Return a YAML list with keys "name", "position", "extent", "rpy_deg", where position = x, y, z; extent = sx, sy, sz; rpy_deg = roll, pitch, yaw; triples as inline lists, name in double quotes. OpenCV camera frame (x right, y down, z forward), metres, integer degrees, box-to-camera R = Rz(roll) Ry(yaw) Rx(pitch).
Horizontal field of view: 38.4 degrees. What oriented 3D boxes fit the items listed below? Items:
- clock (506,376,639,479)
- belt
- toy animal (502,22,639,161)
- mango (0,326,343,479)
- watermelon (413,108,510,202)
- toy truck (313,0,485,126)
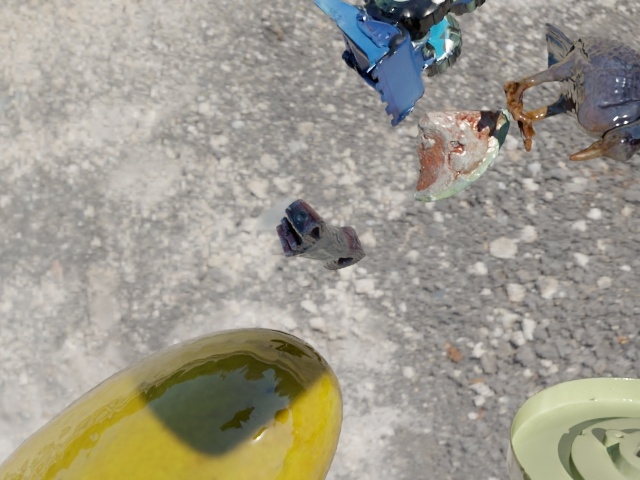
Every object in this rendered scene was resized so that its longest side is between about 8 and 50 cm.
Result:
- name: "clock"
  position: [0.258, 0.170, 0.690]
  extent: [0.235, 0.235, 0.029]
  rpy_deg: [15, 114, 33]
- name: "belt"
  position: [0.000, 0.000, 1.232]
  extent: [0.071, 0.232, 0.053]
  rpy_deg: [-25, 72, 12]
- name: "toy animal"
  position: [0.345, -0.195, 1.212]
  extent: [0.186, 0.298, 0.122]
  rpy_deg: [-13, 122, 21]
- name: "mango"
  position: [-0.155, 0.237, 0.747]
  extent: [0.221, 0.301, 0.445]
  rpy_deg: [37, 110, -18]
- name: "watermelon"
  position: [0.188, -0.128, 1.299]
  extent: [0.187, 0.139, 0.071]
  rpy_deg: [-48, 36, 13]
- name: "toy truck"
  position: [0.077, -0.231, 0.894]
  extent: [0.126, 0.113, 0.208]
  rpy_deg: [22, 76, 22]
